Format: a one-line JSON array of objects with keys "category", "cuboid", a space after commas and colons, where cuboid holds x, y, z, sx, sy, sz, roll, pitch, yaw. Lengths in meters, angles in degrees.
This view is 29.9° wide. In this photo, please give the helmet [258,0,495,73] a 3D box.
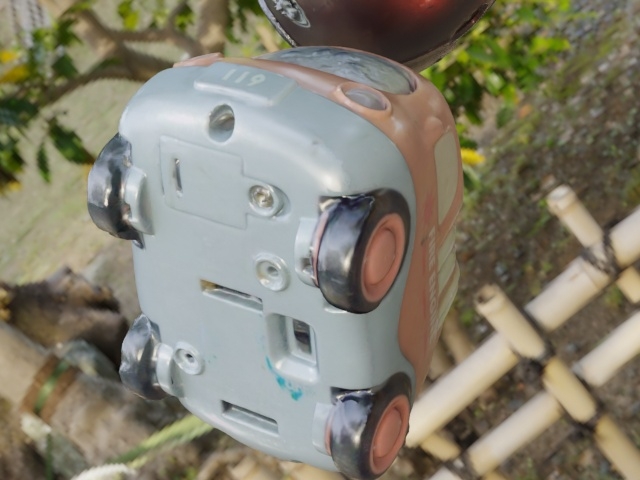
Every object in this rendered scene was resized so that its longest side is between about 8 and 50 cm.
[{"category": "helmet", "cuboid": [0.050, -0.231, 0.936, 0.216, 0.189, 0.193, -36, -7, -9]}]

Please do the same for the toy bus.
[{"category": "toy bus", "cuboid": [0.000, 0.000, 0.778, 0.194, 0.288, 0.232, 18, 38, 30]}]
